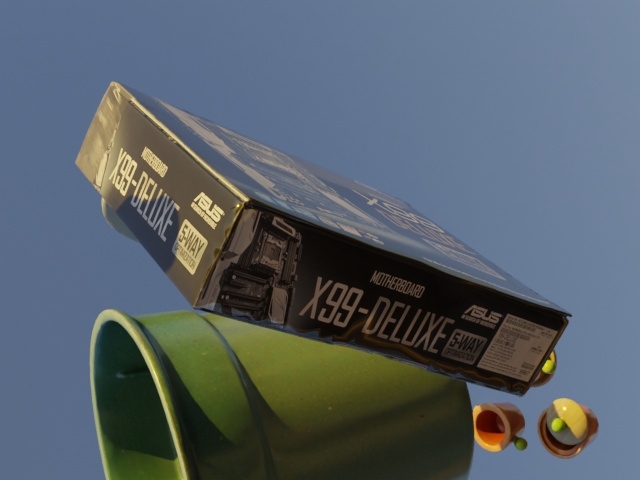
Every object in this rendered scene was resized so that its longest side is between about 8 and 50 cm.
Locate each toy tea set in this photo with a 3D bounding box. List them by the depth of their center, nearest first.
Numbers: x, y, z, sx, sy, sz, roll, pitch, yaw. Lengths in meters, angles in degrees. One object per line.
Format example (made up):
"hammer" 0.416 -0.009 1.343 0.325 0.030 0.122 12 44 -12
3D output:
"toy tea set" 0.239 0.229 1.437 0.124 0.336 0.199 -7 -89 -44

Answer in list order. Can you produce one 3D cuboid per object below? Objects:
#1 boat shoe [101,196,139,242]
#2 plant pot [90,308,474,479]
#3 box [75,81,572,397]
"boat shoe" -0.106 -0.024 1.278 0.367 0.136 0.156 25 -144 -20
"plant pot" -0.038 0.206 1.060 0.334 0.341 0.341 -12 -103 -25
"box" 0.000 0.000 0.730 0.308 0.242 0.076 19 -77 -37
